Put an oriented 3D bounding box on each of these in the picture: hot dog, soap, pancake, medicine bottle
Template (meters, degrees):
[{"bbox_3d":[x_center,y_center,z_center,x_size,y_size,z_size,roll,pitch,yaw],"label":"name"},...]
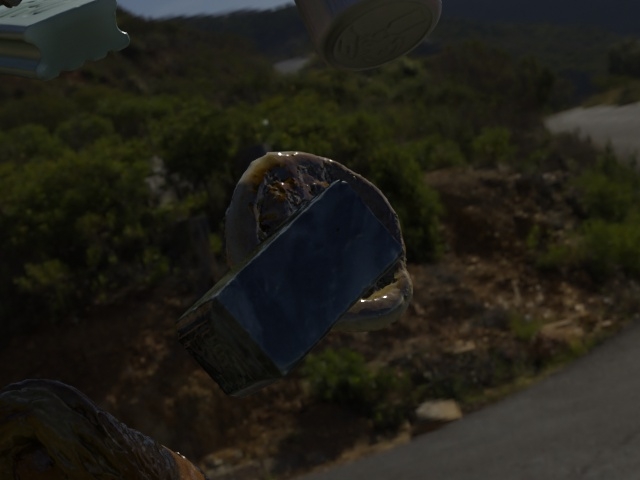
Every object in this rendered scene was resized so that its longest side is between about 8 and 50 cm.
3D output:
[{"bbox_3d":[-0.218,0.229,1.116,0.196,0.122,0.272,-1,-27,22],"label":"hot dog"},{"bbox_3d":[-0.432,-0.318,1.798,0.160,0.087,0.265,-29,26,-30],"label":"soap"},{"bbox_3d":[0.000,0.001,1.438,0.282,0.282,0.049,-23,-19,-46],"label":"pancake"},{"bbox_3d":[0.014,-0.415,1.508,0.242,0.395,0.242,-21,-18,-7],"label":"medicine bottle"}]

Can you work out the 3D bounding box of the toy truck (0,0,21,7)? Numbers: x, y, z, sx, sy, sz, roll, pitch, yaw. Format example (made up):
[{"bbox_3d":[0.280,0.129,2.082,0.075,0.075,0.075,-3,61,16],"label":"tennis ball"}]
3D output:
[{"bbox_3d":[-0.453,-0.360,1.562,0.123,0.052,0.063,22,-18,18],"label":"toy truck"}]

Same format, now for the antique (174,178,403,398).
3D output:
[{"bbox_3d":[-0.028,0.043,0.958,0.183,0.086,0.088,-44,5,-33],"label":"antique"}]
